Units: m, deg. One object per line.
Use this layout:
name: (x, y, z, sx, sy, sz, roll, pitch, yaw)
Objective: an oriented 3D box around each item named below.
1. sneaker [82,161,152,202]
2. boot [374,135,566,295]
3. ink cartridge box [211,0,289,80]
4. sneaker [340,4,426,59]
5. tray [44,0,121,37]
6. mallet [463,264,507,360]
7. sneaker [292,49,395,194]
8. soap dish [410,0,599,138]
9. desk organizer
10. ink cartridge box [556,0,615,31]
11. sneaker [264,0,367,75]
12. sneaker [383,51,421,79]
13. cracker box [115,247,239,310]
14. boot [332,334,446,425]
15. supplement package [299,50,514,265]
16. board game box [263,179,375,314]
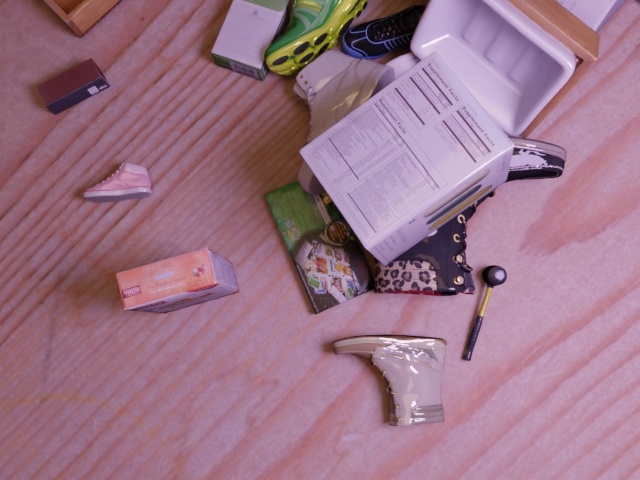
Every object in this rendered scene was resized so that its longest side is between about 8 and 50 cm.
sneaker: (-0.406, -0.117, 1.194, 0.134, 0.051, 0.070, -7, 79, -2)
boot: (0.263, -0.041, 1.113, 0.377, 0.138, 0.284, -1, 80, 6)
ink cartridge box: (-0.132, -0.447, 1.227, 0.109, 0.062, 0.209, 20, 82, 5)
sneaker: (0.155, -0.427, 1.200, 0.232, 0.090, 0.081, -11, 81, 0)
tray: (-0.582, -0.644, 1.270, 0.203, 0.076, 0.411, -45, 82, -4)
mallet: (0.307, 0.136, 1.141, 0.039, 0.062, 0.190, 18, 97, 5)
sneaker: (0.003, -0.238, 1.171, 0.169, 0.108, 0.292, 28, 80, 23)
soap dish: (0.313, -0.343, 1.041, 0.291, 0.229, 0.118, 43, 66, 8)
desk organizer: (-0.508, -0.317, 1.230, 0.130, 0.047, 0.050, -28, 79, -2)
ink cartridge box: (0.392, -0.555, 1.086, 0.395, 0.166, 0.285, 37, 64, 15)
sneaker: (-0.016, -0.452, 1.212, 0.123, 0.109, 0.295, 38, 77, 13)
sneaker: (0.220, -0.340, 1.199, 0.212, 0.080, 0.094, -15, 102, 3)
cracker box: (-0.243, 0.078, 1.065, 0.155, 0.232, 0.067, -16, 81, 0)
boot: (0.126, 0.258, 1.105, 0.213, 0.077, 0.165, 2, 83, -1)
supplement package: (0.144, -0.121, 0.984, 0.262, 0.199, 0.198, -36, 74, 6)
board game box: (0.000, 0.000, 1.172, 0.136, 0.030, 0.260, -23, 81, 1)
